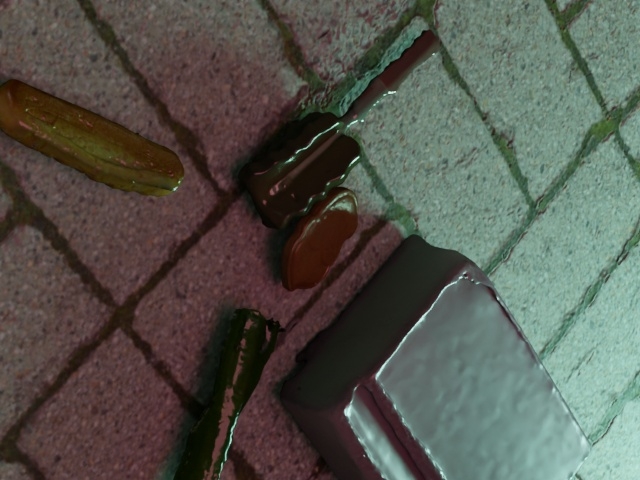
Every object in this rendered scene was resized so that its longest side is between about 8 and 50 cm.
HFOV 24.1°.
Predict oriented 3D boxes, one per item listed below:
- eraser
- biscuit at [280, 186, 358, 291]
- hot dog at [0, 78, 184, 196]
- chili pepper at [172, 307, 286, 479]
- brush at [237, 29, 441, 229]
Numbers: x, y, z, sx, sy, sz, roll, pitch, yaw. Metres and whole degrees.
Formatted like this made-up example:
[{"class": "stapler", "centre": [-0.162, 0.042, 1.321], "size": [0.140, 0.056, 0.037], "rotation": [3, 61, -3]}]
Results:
[{"class": "eraser", "centre": [0.143, 0.212, 1.746], "size": [0.272, 0.122, 0.359], "rotation": [-46, 125, -21]}, {"class": "biscuit", "centre": [0.000, 0.000, 1.627], "size": [0.130, 0.019, 0.102], "rotation": [-51, 149, -21]}, {"class": "hot dog", "centre": [-0.225, -0.089, 1.435], "size": [0.215, 0.047, 0.066], "rotation": [22, 49, -40]}, {"class": "chili pepper", "centre": [-0.136, 0.238, 1.567], "size": [0.359, 0.076, 0.085], "rotation": [-63, 154, -10]}, {"class": "brush", "centre": [0.034, -0.131, 1.618], "size": [0.301, 0.071, 0.084], "rotation": [-43, 120, -24]}]
